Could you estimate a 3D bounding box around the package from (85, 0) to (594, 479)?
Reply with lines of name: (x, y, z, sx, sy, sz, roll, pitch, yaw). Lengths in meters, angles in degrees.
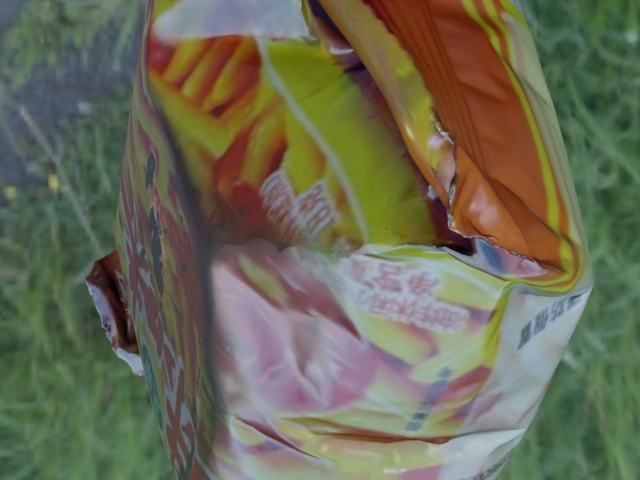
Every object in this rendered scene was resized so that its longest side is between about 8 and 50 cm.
package: (0.002, 0.006, 0.488, 0.108, 0.223, 0.288, -6, 143, -17)
